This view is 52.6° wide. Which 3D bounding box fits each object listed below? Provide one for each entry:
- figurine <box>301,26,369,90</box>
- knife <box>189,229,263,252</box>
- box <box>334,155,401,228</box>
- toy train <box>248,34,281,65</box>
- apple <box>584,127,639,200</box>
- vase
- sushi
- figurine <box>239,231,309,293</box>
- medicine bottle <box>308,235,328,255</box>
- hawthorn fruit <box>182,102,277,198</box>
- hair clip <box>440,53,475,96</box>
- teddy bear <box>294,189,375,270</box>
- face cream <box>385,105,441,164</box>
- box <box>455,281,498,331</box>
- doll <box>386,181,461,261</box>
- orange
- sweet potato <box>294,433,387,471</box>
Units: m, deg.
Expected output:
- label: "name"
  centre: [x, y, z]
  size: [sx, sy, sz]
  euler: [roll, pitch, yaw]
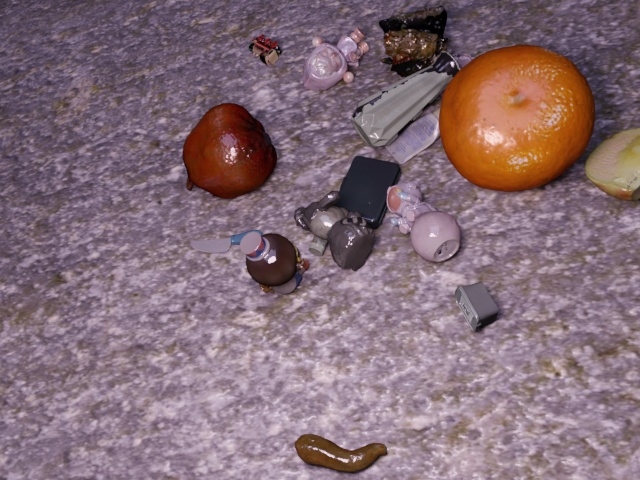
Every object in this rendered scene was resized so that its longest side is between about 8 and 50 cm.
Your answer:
- label: "figurine"
  centre: [0.052, -0.625, 2.240]
  size: [0.276, 0.133, 0.200]
  euler: [-39, 87, -15]
- label: "knife"
  centre: [-0.294, 0.009, 2.002]
  size: [0.244, 0.032, 0.058]
  euler: [-10, 66, 13]
- label: "box"
  centre: [0.140, -0.149, 1.977]
  size: [0.160, 0.050, 0.230]
  euler: [14, 64, 21]
- label: "toy train"
  centre: [-0.209, -0.709, 2.400]
  size: [0.138, 0.050, 0.087]
  euler: [36, 76, 29]
- label: "apple"
  centre: [0.860, -0.212, 1.806]
  size: [0.265, 0.120, 0.193]
  euler: [-41, 46, -15]
- label: "vase"
  centre: [0.271, -0.444, 2.035]
  size: [0.360, 0.165, 0.165]
  euler: [-37, 58, -2]
- label: "sushi"
  centre: [0.319, -0.656, 2.150]
  size: [0.225, 0.238, 0.218]
  euler: [-12, 102, -3]
- label: "figurine"
  centre: [-0.128, 0.054, 1.792]
  size: [0.161, 0.275, 0.158]
  euler: [-7, 74, 7]
- label: "medicine bottle"
  centre: [0.000, 0.000, 1.922]
  size: [0.047, 0.047, 0.083]
  euler: [15, 63, 21]
- label: "hawthorn fruit"
  centre: [-0.289, -0.278, 2.040]
  size: [0.311, 0.295, 0.295]
  euler: [-3, 56, 40]
- label: "hair clip"
  centre: [0.481, -0.504, 2.097]
  size: [0.173, 0.069, 0.300]
  euler: [-28, 47, -6]
- label: "teddy bear"
  centre: [0.053, -0.051, 1.841]
  size: [0.144, 0.171, 0.251]
  euler: [-23, 66, -39]
- label: "face cream"
  centre: [0.316, -0.337, 2.052]
  size: [0.224, 0.070, 0.114]
  euler: [-37, 54, 5]
- label: "box"
  centre: [0.412, 0.170, 1.702]
  size: [0.069, 0.084, 0.122]
  euler: [-19, 58, -7]
- label: "doll"
  centre: [0.285, -0.067, 1.848]
  size: [0.151, 0.151, 0.287]
  euler: [-29, 51, -5]
- label: "orange"
  centre: [0.544, -0.334, 1.819]
  size: [0.424, 0.326, 0.423]
  euler: [-3, 73, 10]
- label: "sweet potato"
  centre: [0.044, 0.524, 1.589]
  size: [0.233, 0.062, 0.081]
  euler: [4, 59, 12]
